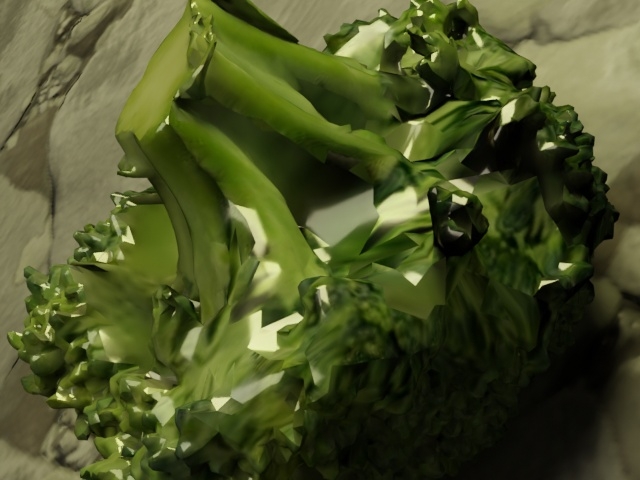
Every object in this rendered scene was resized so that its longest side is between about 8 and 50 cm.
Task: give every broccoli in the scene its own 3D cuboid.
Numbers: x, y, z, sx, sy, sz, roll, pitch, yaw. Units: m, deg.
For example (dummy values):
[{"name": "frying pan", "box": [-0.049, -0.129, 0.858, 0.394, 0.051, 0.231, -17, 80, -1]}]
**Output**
[{"name": "broccoli", "box": [0.002, 0.001, 0.542, 0.198, 0.176, 0.226, 4, 76, 47]}]
